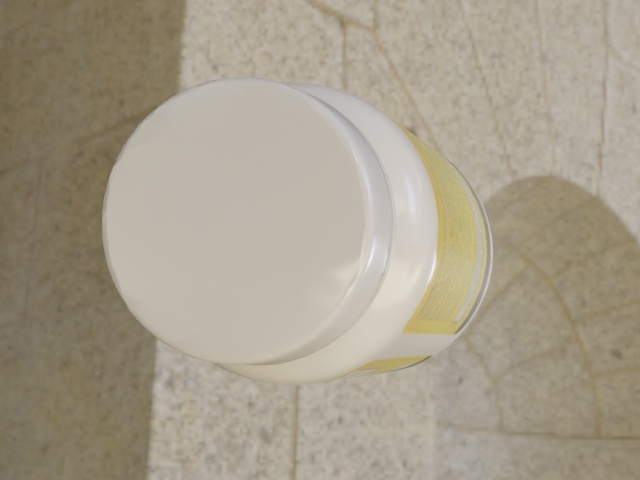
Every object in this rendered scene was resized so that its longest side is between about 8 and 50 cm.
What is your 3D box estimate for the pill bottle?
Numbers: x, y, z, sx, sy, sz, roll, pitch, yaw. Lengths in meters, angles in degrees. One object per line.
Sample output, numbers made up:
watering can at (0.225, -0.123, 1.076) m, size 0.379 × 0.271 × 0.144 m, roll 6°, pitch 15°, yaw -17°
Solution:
pill bottle at (0.000, 0.000, 0.497) m, size 0.119 × 0.119 × 0.208 m, roll -3°, pitch -5°, yaw 16°
